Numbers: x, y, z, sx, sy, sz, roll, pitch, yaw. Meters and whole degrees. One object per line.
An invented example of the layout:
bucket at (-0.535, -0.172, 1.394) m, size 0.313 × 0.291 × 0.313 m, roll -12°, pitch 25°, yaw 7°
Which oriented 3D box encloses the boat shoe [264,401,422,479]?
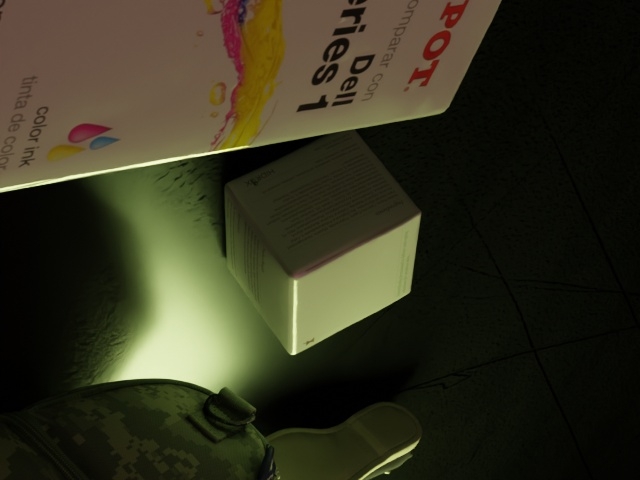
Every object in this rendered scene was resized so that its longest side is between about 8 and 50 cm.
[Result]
boat shoe at (0.004, 0.200, 1.369) m, size 0.206 × 0.075 × 0.065 m, roll -15°, pitch 143°, yaw -43°

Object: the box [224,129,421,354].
box at (0.000, 0.000, 1.042) m, size 0.102 × 0.087 × 0.101 m, roll -26°, pitch 151°, yaw -18°

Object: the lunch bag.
lunch bag at (-0.181, 0.248, 1.109) m, size 0.256 × 0.212 × 0.305 m, roll -29°, pitch 157°, yaw -50°

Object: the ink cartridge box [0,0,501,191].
ink cartridge box at (-0.049, -0.134, 0.540) m, size 0.278 × 0.117 × 0.201 m, roll -13°, pitch 143°, yaw -37°
